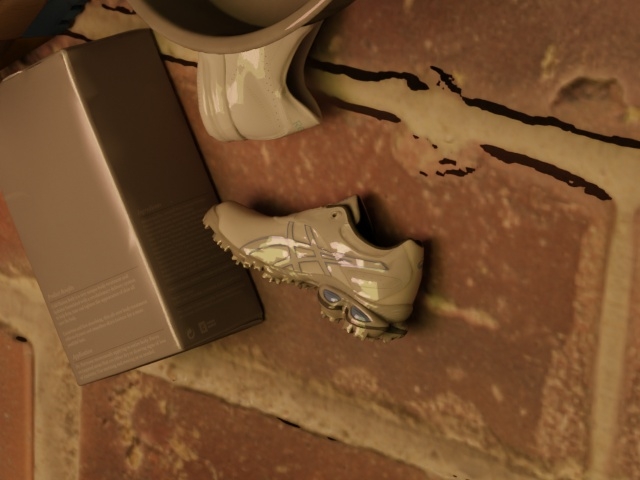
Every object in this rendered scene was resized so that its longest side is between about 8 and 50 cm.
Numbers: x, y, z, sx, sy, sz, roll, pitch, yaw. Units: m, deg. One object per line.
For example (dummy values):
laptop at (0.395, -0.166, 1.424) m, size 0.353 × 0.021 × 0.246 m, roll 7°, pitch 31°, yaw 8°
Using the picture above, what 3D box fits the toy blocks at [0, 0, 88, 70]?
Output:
toy blocks at (-0.289, -0.179, 1.407) m, size 0.191 × 0.261 × 0.381 m, roll 53°, pitch 123°, yaw 15°

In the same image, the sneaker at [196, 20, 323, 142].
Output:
sneaker at (-0.038, -0.175, 1.323) m, size 0.094 × 0.080 × 0.212 m, roll -2°, pitch 102°, yaw 19°

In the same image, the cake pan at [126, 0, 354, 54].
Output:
cake pan at (-0.032, -0.258, 1.194) m, size 0.293 × 0.054 × 0.293 m, roll -4°, pitch 84°, yaw 44°

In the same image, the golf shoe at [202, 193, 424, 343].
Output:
golf shoe at (0.000, 0.000, 1.361) m, size 0.176 × 0.069 × 0.086 m, roll 29°, pitch 101°, yaw 25°

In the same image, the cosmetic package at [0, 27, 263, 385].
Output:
cosmetic package at (-0.154, -0.024, 1.441) m, size 0.127 × 0.107 × 0.238 m, roll -18°, pitch 90°, yaw 41°
